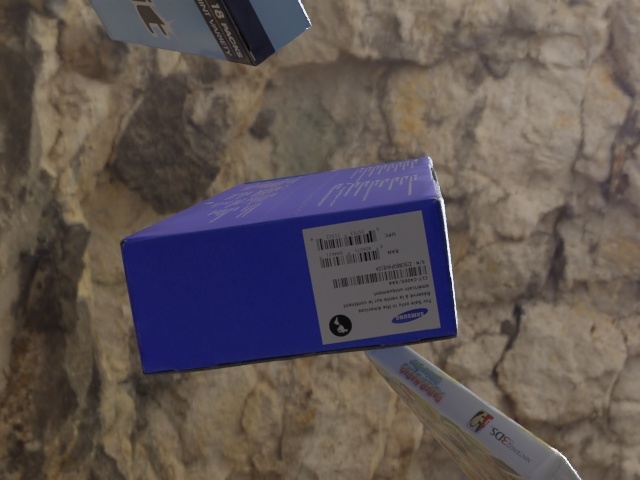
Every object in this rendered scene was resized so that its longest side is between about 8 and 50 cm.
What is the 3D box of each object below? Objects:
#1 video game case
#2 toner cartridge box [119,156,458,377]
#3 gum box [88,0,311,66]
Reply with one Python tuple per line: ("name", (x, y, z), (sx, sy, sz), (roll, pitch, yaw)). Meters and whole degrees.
("video game case", (0.138, 0.171, 0.627), (0.026, 0.227, 0.206), (-42, -155, -8))
("toner cartridge box", (0.000, 0.000, 0.647), (0.165, 0.075, 0.348), (-6, -173, 7))
("gum box", (-0.099, -0.173, 0.500), (0.041, 0.157, 0.184), (-39, -149, -18))
